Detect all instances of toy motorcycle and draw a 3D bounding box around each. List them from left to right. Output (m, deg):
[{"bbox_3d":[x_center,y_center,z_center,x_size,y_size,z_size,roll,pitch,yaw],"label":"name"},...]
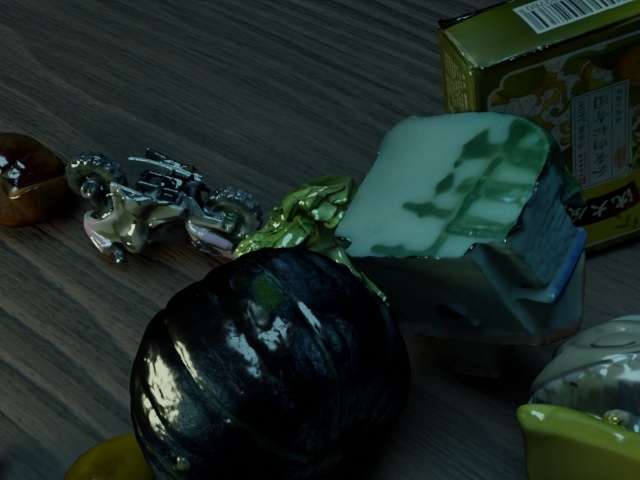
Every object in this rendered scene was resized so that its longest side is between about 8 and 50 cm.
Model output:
[{"bbox_3d":[-0.257,-0.037,1.640,0.327,0.188,0.143,15,40,3],"label":"toy motorcycle"}]

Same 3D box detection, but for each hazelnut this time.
[{"bbox_3d":[-0.516,-0.108,1.735,0.202,0.160,0.170,-4,46,14],"label":"hazelnut"}]

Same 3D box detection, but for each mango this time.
[{"bbox_3d":[-0.281,0.322,1.359,0.111,0.089,0.163,19,43,10],"label":"mango"}]

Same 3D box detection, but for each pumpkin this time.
[{"bbox_3d":[-0.059,0.180,1.265,0.363,0.363,0.266,-32,52,-18],"label":"pumpkin"}]

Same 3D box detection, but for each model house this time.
[{"bbox_3d":[0.226,0.033,1.314,0.295,0.329,0.251,0,46,43],"label":"model house"}]

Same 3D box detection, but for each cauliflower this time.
[{"bbox_3d":[0.000,0.000,1.490,0.272,0.250,0.275,8,46,14],"label":"cauliflower"}]

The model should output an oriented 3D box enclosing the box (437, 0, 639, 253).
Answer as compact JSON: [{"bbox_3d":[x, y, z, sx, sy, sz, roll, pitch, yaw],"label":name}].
[{"bbox_3d":[0.376,-0.169,1.459,0.373,0.420,0.138,-19,42,-7],"label":"box"}]

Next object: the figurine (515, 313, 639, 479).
[{"bbox_3d":[0.461,0.198,1.231,0.361,0.266,0.377,26,57,22],"label":"figurine"}]
